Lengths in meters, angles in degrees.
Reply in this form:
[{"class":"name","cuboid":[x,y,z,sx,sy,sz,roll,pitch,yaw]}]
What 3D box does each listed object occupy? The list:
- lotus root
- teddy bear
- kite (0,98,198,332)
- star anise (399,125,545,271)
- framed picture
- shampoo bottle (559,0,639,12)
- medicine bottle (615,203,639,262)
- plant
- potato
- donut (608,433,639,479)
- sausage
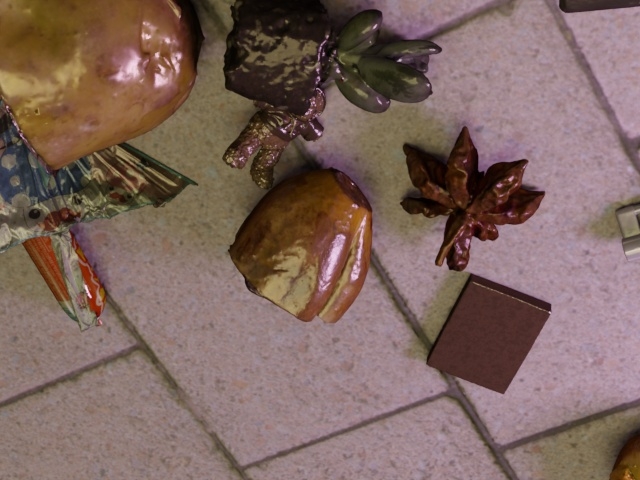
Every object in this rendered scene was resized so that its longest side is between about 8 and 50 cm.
[{"class":"lotus root","cuboid":[0.000,0.000,1.934,0.199,0.188,0.180,40,106,-14]},{"class":"teddy bear","cuboid":[-0.059,-0.155,1.904,0.119,0.078,0.160,36,100,-34]},{"class":"kite","cuboid":[-0.374,-0.050,1.974,0.406,0.014,0.368,-18,96,-7]},{"class":"star anise","cuboid":[0.201,-0.055,1.910,0.196,0.111,0.212,-17,112,11]},{"class":"framed picture","cuboid":[0.244,0.138,2.068,0.128,0.023,0.168,21,123,-4]},{"class":"shampoo bottle","cuboid":[0.408,-0.332,1.705,0.246,0.080,0.079,-4,123,12]},{"class":"medicine bottle","cuboid":[0.512,-0.030,1.900,0.220,0.061,0.092,-16,94,19]},{"class":"plant","cuboid":[0.014,-0.237,1.796,0.274,0.146,0.149,10,129,-3]},{"class":"potato","cuboid":[-0.278,-0.261,1.778,0.237,0.301,0.289,-19,163,6]},{"class":"donut","cuboid":[0.541,0.372,2.101,0.226,0.114,0.227,8,120,14]},{"class":"sausage","cuboid":[-0.384,0.025,2.071,0.083,0.083,0.264,-15,120,18]}]
